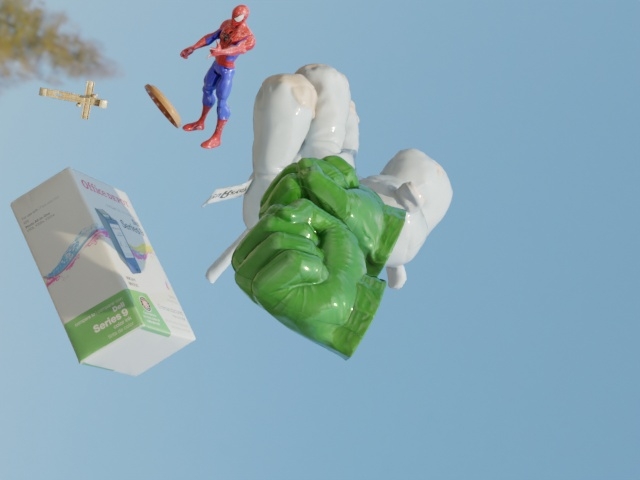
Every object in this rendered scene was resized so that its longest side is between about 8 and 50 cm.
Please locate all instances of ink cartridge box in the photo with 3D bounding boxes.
[{"bbox_3d":[-0.249,0.037,1.562,0.093,0.154,0.212,-32,-108,9],"label":"ink cartridge box"}]

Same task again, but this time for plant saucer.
[{"bbox_3d":[-0.241,-0.209,2.102,0.013,0.083,0.083,-40,-150,-8],"label":"plant saucer"}]

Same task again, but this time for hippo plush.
[{"bbox_3d":[0.033,-0.079,1.680,0.237,0.294,0.234,18,-55,26],"label":"hippo plush"}]

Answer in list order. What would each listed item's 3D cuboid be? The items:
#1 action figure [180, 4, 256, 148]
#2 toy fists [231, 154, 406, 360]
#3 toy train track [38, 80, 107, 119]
[{"bbox_3d":[-0.201,-0.294,2.425,0.091,0.139,0.280,42,-55,28],"label":"action figure"},{"bbox_3d":[0.000,0.000,1.340,0.096,0.142,0.279,-60,-176,30],"label":"toy fists"},{"bbox_3d":[-0.303,-0.174,1.665,0.014,0.083,0.048,-95,-164,-76],"label":"toy train track"}]
